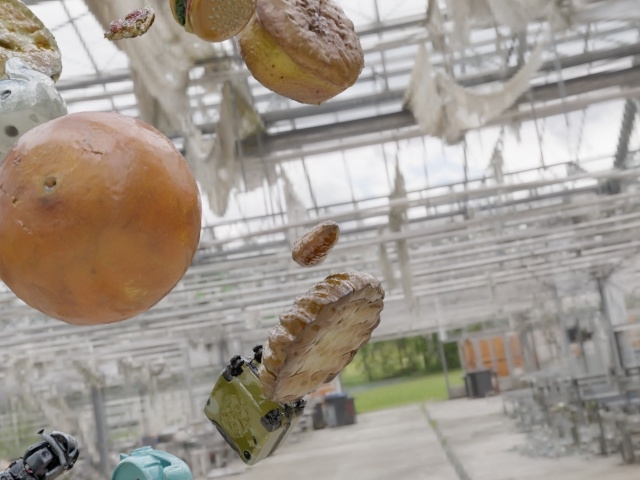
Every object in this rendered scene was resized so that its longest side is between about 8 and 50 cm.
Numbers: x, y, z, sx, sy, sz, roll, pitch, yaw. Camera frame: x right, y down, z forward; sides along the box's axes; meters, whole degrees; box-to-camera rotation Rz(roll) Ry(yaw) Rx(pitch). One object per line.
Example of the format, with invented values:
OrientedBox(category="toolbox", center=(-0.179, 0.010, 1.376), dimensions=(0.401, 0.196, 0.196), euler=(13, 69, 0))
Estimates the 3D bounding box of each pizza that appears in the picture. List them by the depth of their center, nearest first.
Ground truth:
OrientedBox(category="pizza", center=(-0.312, -0.366, 1.621), dimensions=(0.100, 0.029, 0.099), euler=(-39, 33, -14))

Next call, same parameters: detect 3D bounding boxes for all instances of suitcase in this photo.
OrientedBox(category="suitcase", center=(-0.140, 0.367, 2.153), dimensions=(0.143, 0.194, 0.235), euler=(-25, -26, -41))

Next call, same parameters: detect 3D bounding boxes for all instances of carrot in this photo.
OrientedBox(category="carrot", center=(0.000, 0.000, 1.883), dimensions=(0.072, 0.072, 0.205), euler=(-6, -13, -17))

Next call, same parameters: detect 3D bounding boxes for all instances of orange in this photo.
OrientedBox(category="orange", center=(-0.294, -0.031, 1.254), dimensions=(0.283, 0.284, 0.226), euler=(-11, -17, 13))

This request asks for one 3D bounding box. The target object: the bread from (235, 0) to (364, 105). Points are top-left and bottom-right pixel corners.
OrientedBox(category="bread", center=(-0.048, -0.443, 2.116), dimensions=(0.172, 0.312, 0.312), euler=(-37, -23, 34))

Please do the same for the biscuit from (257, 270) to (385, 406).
OrientedBox(category="biscuit", center=(-0.003, 0.187, 1.943), dimensions=(0.325, 0.107, 0.326), euler=(-37, -28, -24))

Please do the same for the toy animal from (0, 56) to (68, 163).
OrientedBox(category="toy animal", center=(-0.605, -0.232, 1.964), dimensions=(0.174, 0.249, 0.289), euler=(-14, 28, -27))

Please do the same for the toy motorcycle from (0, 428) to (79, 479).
OrientedBox(category="toy motorcycle", center=(-0.648, 0.515, 2.173), dimensions=(0.270, 0.106, 0.159), euler=(-22, -27, -47))

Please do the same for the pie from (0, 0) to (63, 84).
OrientedBox(category="pie", center=(-0.765, -0.465, 2.275), dimensions=(0.339, 0.339, 0.077), euler=(-1, -31, -43))

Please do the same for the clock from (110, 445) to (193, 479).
OrientedBox(category="clock", center=(-0.427, 0.624, 2.360), dimensions=(0.274, 0.224, 0.094), euler=(12, 10, 41))

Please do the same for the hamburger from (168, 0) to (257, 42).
OrientedBox(category="hamburger", center=(-0.187, -0.429, 1.702), dimensions=(0.162, 0.115, 0.162), euler=(-35, -32, -26))
